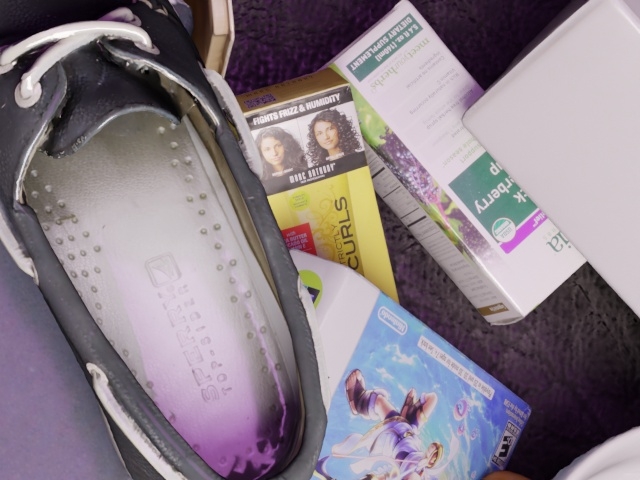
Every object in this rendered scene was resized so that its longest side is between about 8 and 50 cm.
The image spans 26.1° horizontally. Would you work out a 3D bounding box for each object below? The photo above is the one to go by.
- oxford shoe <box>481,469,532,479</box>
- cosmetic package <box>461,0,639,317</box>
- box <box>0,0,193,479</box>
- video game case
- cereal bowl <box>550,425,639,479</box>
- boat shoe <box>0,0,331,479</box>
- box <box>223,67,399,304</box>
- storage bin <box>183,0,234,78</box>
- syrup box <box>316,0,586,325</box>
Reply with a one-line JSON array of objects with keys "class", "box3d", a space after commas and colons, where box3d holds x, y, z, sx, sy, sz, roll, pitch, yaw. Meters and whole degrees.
[{"class": "oxford shoe", "box3d": [0.195, 0.209, 1.031, 0.212, 0.076, 0.076, 28, 54, -28]}, {"class": "cosmetic package", "box3d": [0.343, -0.011, 1.003, 0.453, 0.161, 0.230, 47, 44, -2]}, {"class": "box", "box3d": [-0.250, 0.147, 0.750, 0.297, 0.472, 0.480, 8, 77, -10]}, {"class": "video game case", "box3d": [0.019, 0.172, 0.940, 0.269, 0.061, 0.244, 37, 76, -46]}, {"class": "cereal bowl", "box3d": [0.241, 0.295, 0.899, 0.339, 0.141, 0.339, 9, 62, -18]}, {"class": "boat shoe", "box3d": [-0.077, -0.035, 0.529, 0.114, 0.091, 0.303, -29, 86, -17]}, {"class": "box", "box3d": [0.000, 0.000, 0.991, 0.087, 0.058, 0.232, -16, 113, -9]}, {"class": "storage bin", "box3d": [-0.202, -0.145, 0.922, 0.262, 0.260, 0.123, -5, 80, -10]}, {"class": "syrup box", "box3d": [0.099, -0.055, 1.045, 0.093, 0.096, 0.237, -41, 90, -12]}]
